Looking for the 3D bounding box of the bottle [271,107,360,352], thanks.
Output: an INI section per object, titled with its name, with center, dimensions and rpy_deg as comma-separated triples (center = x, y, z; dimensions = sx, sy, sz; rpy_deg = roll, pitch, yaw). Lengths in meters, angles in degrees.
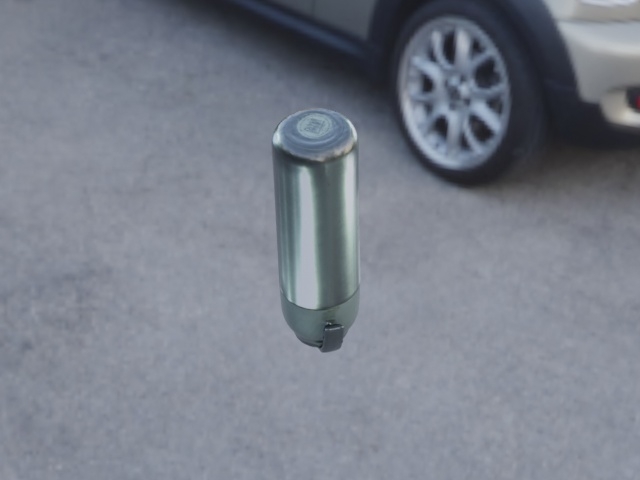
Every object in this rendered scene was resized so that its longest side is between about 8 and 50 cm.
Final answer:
[bottle]
center = 0.000, 0.000, 1.126
dimensions = 0.079, 0.253, 0.096
rpy_deg = -11, 44, -11
